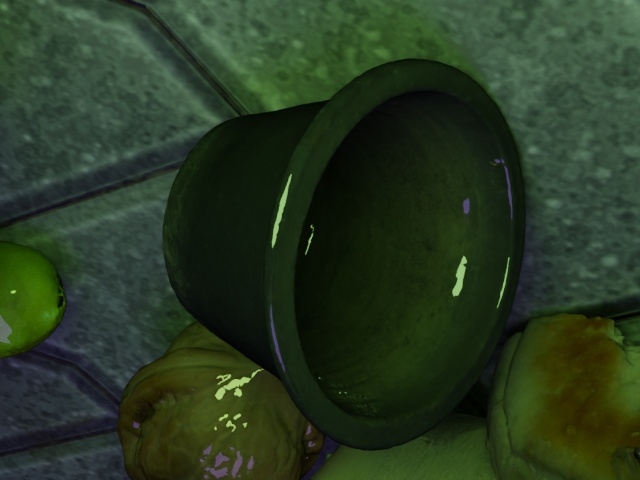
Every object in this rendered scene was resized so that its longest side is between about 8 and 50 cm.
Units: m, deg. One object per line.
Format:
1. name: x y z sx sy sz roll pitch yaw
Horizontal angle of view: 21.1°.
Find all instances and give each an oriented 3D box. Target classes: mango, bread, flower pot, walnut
1. mango: -0.269 0.044 1.293 0.165 0.091 0.074 -3 149 23
2. bread: 0.261 0.159 1.146 0.314 0.192 0.171 -5 136 27
3. flower pot: 0.000 0.000 1.056 0.148 0.235 0.235 10 147 40
4. walnut: -0.072 0.136 1.277 0.155 0.155 0.184 26 140 -12

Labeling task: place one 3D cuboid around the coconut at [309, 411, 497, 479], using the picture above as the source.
1. coconut: 0.088 0.237 1.299 0.227 0.230 0.227 15 125 22
